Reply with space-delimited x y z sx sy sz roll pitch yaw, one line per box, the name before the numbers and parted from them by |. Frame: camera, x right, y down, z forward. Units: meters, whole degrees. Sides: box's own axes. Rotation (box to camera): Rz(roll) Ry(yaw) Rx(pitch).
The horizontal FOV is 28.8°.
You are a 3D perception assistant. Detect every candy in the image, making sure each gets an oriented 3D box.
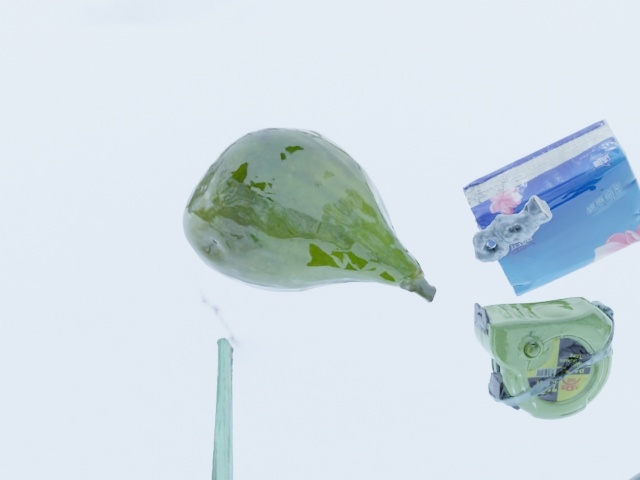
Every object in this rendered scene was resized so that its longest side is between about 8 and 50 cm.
candy | -0.071 0.179 0.895 0.093 0.092 0.335 5 34 -9

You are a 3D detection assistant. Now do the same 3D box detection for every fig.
fig | -0.016 -0.008 1.615 0.233 0.314 0.233 -49 11 13

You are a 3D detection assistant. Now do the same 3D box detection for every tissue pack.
tissue pack | 0.400 -0.048 2.073 0.269 0.209 0.137 -25 34 10

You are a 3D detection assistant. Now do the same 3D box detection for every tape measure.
tape measure | 0.313 0.157 1.715 0.200 0.175 0.106 -8 18 -14

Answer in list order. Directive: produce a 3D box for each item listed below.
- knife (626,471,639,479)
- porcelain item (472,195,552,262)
knife | 0.504 0.310 1.688 0.265 0.073 0.040 -38 -10 12
porcelain item | 0.172 -0.008 1.137 0.083 0.036 0.028 -40 20 29
